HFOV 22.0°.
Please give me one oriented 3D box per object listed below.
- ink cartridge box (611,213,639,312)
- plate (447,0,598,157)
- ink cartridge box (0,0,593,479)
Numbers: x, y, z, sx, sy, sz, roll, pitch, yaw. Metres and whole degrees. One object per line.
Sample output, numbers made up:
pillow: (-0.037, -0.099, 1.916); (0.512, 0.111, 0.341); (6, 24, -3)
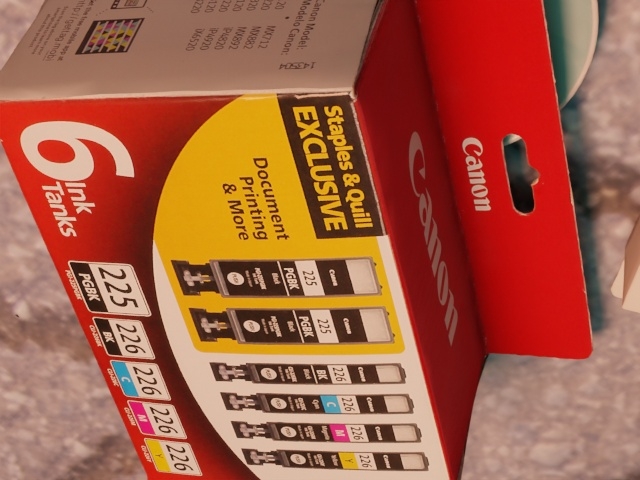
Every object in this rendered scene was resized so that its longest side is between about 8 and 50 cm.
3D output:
ink cartridge box: (0.239, -0.003, 0.944); (0.104, 0.062, 0.181); (16, 130, 1)
plate: (0.059, -0.128, 0.912); (0.188, 0.024, 0.188); (6, 129, 8)
ink cartridge box: (0.000, 0.000, 0.934); (0.271, 0.130, 0.309); (0, 132, 19)
